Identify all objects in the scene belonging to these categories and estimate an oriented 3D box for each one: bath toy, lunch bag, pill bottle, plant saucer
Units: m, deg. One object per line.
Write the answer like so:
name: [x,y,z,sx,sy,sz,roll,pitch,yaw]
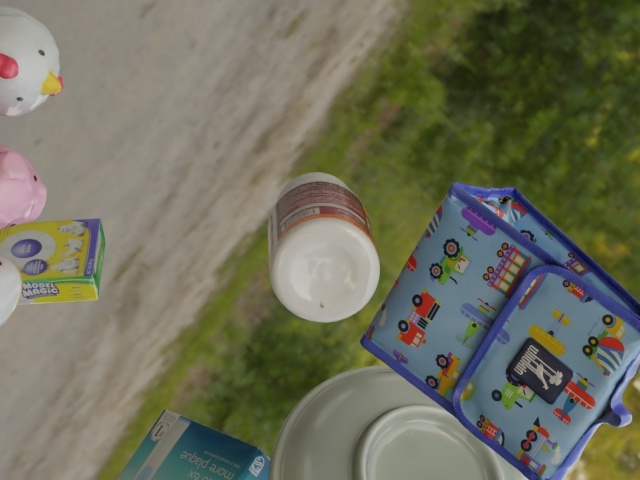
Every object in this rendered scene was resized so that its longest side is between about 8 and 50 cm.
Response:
bath toy: [-0.317,-0.038,1.240,0.348,0.151,0.129,-69,-159,5]
lunch bag: [0.223,0.109,1.505,0.138,0.293,0.221,1,124,-51]
pill bottle: [0.000,0.000,1.592,0.121,0.121,0.221,-47,-165,13]
plant saucer: [0.132,0.335,1.853,0.400,0.400,0.100,-39,170,-35]

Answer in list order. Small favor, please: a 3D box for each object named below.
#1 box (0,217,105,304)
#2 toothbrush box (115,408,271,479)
box: [-0.339,0.025,1.572,0.105,0.179,0.043,-93,178,-50]
toothbrush box: [-0.208,0.417,1.985,0.295,0.216,0.126,-56,133,-19]
